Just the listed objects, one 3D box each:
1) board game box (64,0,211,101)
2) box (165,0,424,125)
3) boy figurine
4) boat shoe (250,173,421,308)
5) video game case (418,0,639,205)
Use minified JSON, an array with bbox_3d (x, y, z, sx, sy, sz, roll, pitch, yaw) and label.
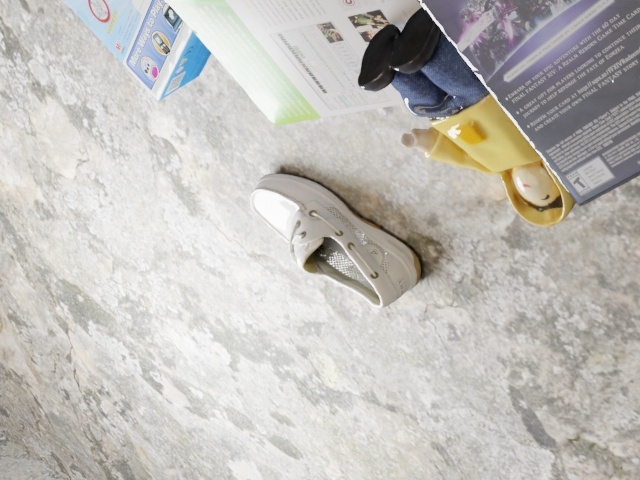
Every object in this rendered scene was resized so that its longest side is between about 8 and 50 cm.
[{"bbox_3d":[-0.239,-0.385,1.358,0.302,0.086,0.308,48,144,4],"label":"board game box"},{"bbox_3d":[0.025,-0.229,1.107,0.322,0.058,0.232,-6,145,32],"label":"box"},{"bbox_3d":[0.163,-0.115,1.090,0.177,0.092,0.285,-18,134,43],"label":"boy figurine"},{"bbox_3d":[0.000,0.000,1.436,0.277,0.096,0.098,30,140,26],"label":"boat shoe"},{"bbox_3d":[0.195,-0.172,0.870,0.274,0.026,0.196,52,148,-1],"label":"video game case"}]
